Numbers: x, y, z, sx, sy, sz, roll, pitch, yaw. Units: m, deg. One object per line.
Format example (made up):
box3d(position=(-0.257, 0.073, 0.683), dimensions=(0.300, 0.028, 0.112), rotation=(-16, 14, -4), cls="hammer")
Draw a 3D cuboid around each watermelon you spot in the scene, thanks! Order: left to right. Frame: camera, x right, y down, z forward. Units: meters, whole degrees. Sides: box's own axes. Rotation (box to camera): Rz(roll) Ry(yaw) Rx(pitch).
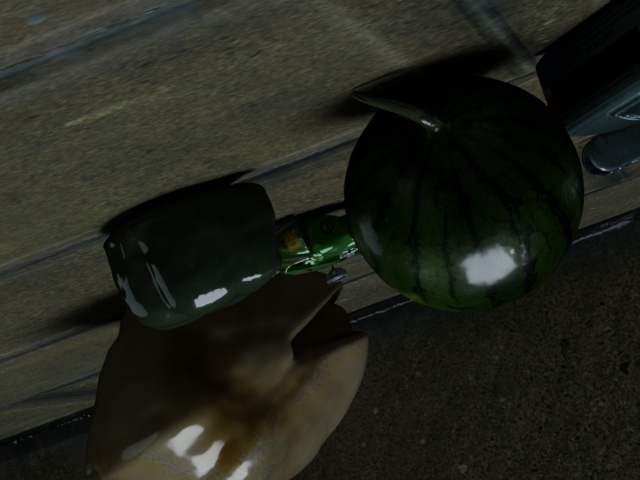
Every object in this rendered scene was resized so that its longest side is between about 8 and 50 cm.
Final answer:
box3d(position=(0.110, -0.043, 1.548), dimensions=(0.188, 0.188, 0.215), rotation=(-19, 144, 0), cls="watermelon")

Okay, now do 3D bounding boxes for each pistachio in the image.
box3d(position=(-0.110, 0.164, 2.366), dimensions=(0.365, 0.281, 0.445), rotation=(-30, -175, 19), cls="pistachio")

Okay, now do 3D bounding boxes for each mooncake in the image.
box3d(position=(-0.101, 0.012, 1.741), dimensions=(0.168, 0.104, 0.175), rotation=(-27, 175, 18), cls="mooncake")

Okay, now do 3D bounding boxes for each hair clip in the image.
box3d(position=(0.430, -0.146, 2.290), dimensions=(0.275, 0.048, 0.083), rotation=(-24, 172, 0), cls="hair clip")

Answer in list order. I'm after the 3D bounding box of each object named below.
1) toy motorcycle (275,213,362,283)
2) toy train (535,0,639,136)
box3d(position=(0.000, 0.000, 2.120), dimensions=(0.190, 0.074, 0.106), rotation=(-17, 165, -17), cls="toy motorcycle")
box3d(position=(0.284, -0.164, 1.446), dimensions=(0.086, 0.089, 0.409), rotation=(-11, 172, -21), cls="toy train")
